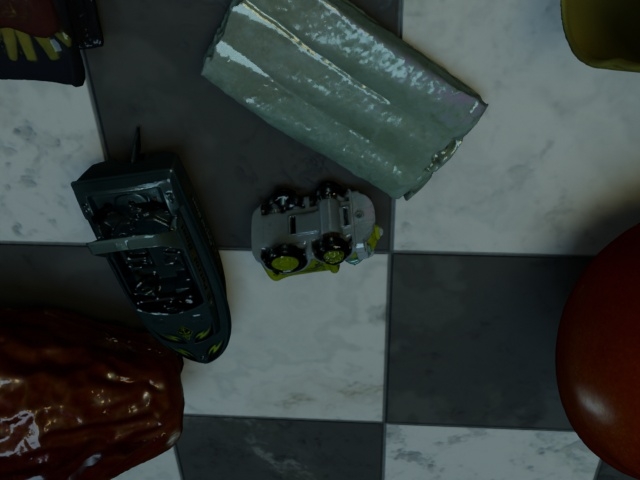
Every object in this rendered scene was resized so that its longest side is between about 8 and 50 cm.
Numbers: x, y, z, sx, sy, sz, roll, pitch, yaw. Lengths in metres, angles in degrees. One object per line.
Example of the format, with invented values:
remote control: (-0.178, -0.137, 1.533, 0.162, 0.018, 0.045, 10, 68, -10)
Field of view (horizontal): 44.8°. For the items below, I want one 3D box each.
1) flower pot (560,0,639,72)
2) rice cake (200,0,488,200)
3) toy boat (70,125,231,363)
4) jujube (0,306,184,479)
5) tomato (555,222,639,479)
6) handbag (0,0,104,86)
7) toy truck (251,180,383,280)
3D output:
flower pot: (0.263, -0.178, 0.446, 0.179, 0.195, 0.195, 6, 130, -17)
rice cake: (0.020, -0.119, 0.597, 0.211, 0.038, 0.124, 26, 126, -16)
toy boat: (-0.137, 0.029, 0.693, 0.093, 0.103, 0.246, -6, 130, 9)
jujube: (-0.280, 0.155, 0.756, 0.290, 0.197, 0.197, 0, 130, -14)
tomato: (0.330, 0.085, 0.599, 0.298, 0.226, 0.298, 5, 173, 1)
handbag: (-0.320, -0.232, 0.490, 0.303, 0.122, 0.329, 1, 130, 4)
toy truck: (0.000, 0.000, 0.678, 0.111, 0.076, 0.077, -8, 145, 9)
